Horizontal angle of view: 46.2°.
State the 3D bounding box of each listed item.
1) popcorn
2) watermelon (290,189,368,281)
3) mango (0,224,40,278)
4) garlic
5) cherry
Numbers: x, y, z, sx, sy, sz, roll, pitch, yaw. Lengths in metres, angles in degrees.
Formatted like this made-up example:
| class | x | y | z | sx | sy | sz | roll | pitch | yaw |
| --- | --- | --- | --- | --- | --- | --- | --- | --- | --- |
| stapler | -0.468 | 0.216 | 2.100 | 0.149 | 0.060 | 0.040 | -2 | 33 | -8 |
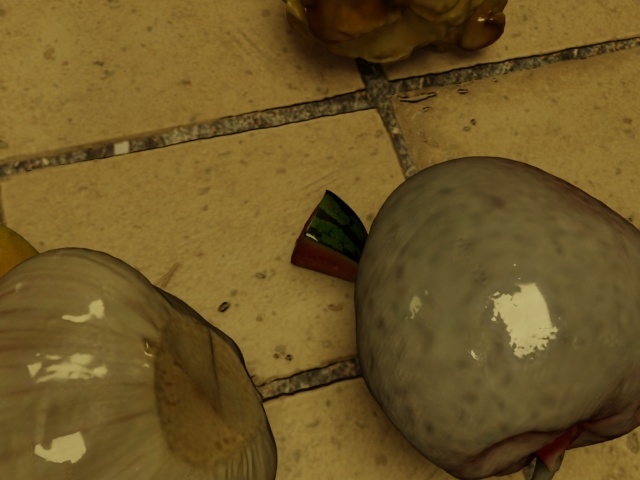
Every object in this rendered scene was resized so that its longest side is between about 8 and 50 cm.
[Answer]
| class | x | y | z | sx | sy | sz | roll | pitch | yaw |
| --- | --- | --- | --- | --- | --- | --- | --- | --- | --- |
| popcorn | 0.105 | -0.343 | 0.916 | 0.332 | 0.265 | 0.225 | 10 | 61 | -25 |
| watermelon | 0.000 | 0.000 | 0.846 | 0.094 | 0.135 | 0.125 | -26 | 74 | 19 |
| mango | -0.429 | 0.057 | 0.726 | 0.316 | 0.119 | 0.177 | -19 | 76 | -26 |
| garlic | -0.188 | 0.168 | 0.650 | 0.259 | 0.317 | 0.317 | -36 | 75 | 18 |
| cherry | 0.172 | 0.074 | 0.742 | 0.335 | 0.291 | 0.326 | 46 | 50 | 13 |
